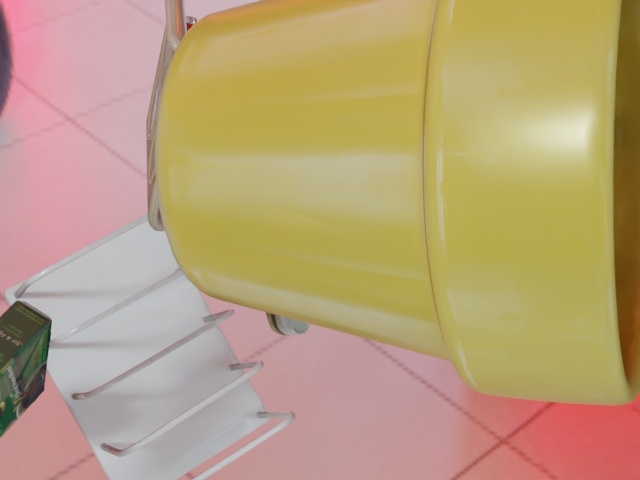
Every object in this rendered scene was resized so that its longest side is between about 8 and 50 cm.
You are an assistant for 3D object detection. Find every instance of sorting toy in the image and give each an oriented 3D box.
[{"bbox_3d":[-0.146,-0.142,1.159,0.038,0.208,0.193,4,34,-12],"label":"sorting toy"}]

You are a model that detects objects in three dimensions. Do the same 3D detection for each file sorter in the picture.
[{"bbox_3d":[-0.179,0.123,1.251,0.193,0.278,0.173,-30,3,-21],"label":"file sorter"}]

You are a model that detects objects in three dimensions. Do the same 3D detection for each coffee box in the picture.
[{"bbox_3d":[-0.294,0.146,0.961,0.040,0.113,0.184,30,46,10],"label":"coffee box"}]

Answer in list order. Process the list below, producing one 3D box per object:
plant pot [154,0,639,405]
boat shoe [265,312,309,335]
[{"bbox_3d":[0.052,-0.047,0.627,0.239,0.254,0.254,2,37,21],"label":"plant pot"},{"bbox_3d":[0.000,0.000,1.697,0.103,0.302,0.113,15,7,27],"label":"boat shoe"}]
